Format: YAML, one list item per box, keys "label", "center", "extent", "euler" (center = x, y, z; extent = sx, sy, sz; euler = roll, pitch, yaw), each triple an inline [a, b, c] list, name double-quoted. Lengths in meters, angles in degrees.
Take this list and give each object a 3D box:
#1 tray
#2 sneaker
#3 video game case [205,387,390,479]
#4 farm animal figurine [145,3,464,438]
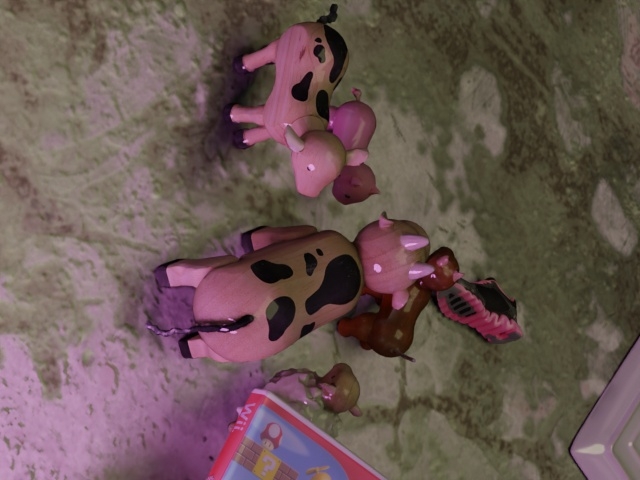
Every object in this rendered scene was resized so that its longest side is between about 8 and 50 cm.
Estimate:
- label: "tray"
  center: [0.385, 0.187, 1.825]
  extent: [0.270, 0.030, 0.145]
  euler: [-51, 120, -30]
- label: "sneaker"
  center: [0.161, 0.058, 1.636]
  extent: [0.119, 0.047, 0.057]
  euler: [35, 51, -38]
- label: "video game case"
  center: [-0.046, 0.293, 1.324]
  extent: [0.204, 0.025, 0.285]
  euler: [40, 67, -32]
- label: "farm animal figurine"
  center: [0.000, 0.000, 1.410]
  extent: [0.327, 0.172, 0.330]
  euler: [-43, 115, -33]
